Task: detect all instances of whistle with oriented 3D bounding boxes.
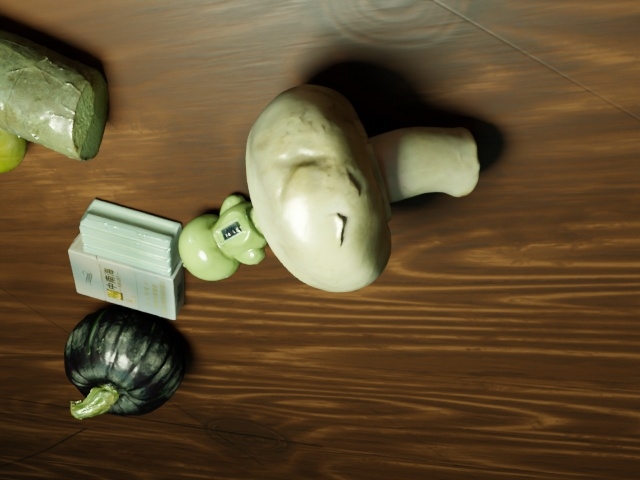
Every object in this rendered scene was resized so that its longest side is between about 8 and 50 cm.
[{"bbox_3d":[-0.151,-0.014,1.301,0.294,0.141,0.141,-24,125,16],"label":"whistle"}]

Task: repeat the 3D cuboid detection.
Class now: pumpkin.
[{"bbox_3d":[-0.479,0.314,1.625,0.295,0.296,0.296,10,137,10],"label":"pumpkin"}]

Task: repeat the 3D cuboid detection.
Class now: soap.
[{"bbox_3d":[-0.394,-0.006,1.415,0.198,0.066,0.119,16,136,3],"label":"soap"}]

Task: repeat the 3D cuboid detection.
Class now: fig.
[{"bbox_3d":[-0.614,-0.195,1.266,0.136,0.121,0.153,41,159,-15],"label":"fig"}]

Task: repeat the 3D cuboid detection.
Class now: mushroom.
[{"bbox_3d":[0.030,-0.082,1.044,0.315,0.356,0.315,9,103,44],"label":"mushroom"}]

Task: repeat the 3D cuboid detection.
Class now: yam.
[{"bbox_3d":[-0.487,-0.251,1.127,0.268,0.161,0.161,23,137,-3],"label":"yam"}]

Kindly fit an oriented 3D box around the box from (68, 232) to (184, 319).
[{"bbox_3d":[-0.429,0.081,1.516,0.242,0.067,0.155,14,136,5],"label":"box"}]
